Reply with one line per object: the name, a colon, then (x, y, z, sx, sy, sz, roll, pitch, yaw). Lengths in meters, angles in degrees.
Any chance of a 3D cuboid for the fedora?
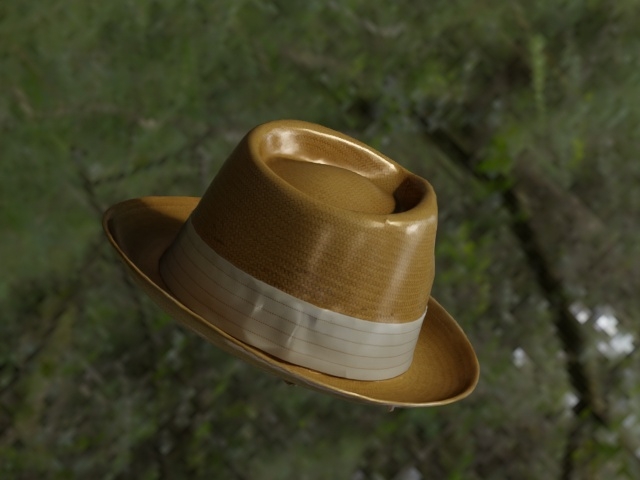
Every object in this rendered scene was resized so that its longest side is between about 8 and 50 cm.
fedora: (0.000, 0.000, 0.841, 0.079, 0.194, 0.194, -63, 168, 17)
